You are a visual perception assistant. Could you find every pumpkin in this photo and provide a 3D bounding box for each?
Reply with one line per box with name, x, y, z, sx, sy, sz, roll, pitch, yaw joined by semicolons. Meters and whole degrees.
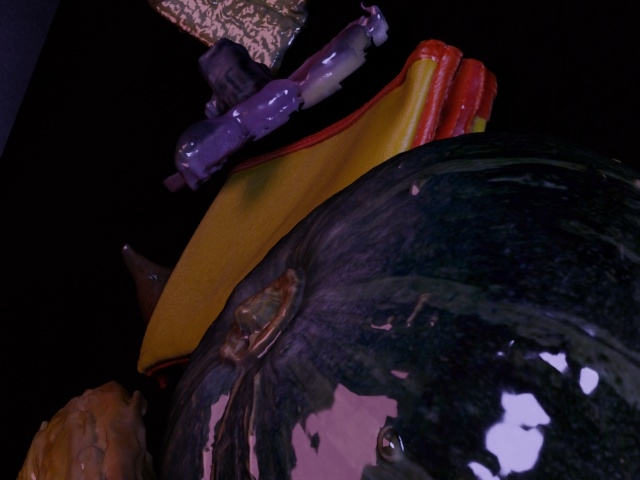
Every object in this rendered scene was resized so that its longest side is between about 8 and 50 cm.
pumpkin;0.038;0.056;0.483;0.190;0.146;0.190;-31;34;24

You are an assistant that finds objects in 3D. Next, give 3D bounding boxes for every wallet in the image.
wallet;0.000;0.000;0.812;0.241;0.067;0.141;-24;40;60

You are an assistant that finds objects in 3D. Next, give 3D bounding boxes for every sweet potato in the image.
sweet potato;-0.078;0.038;0.927;0.049;0.117;0.049;-20;43;21

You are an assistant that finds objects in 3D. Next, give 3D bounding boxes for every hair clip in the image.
hair clip;-0.031;-0.082;0.935;0.146;0.056;0.187;-39;16;-6

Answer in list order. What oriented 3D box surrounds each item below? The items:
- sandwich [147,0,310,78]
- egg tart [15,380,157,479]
sandwich;-0.068;-0.190;1.176;0.090;0.088;0.244;-61;18;11
egg tart;-0.121;0.224;0.810;0.315;0.120;0.315;-58;19;33
